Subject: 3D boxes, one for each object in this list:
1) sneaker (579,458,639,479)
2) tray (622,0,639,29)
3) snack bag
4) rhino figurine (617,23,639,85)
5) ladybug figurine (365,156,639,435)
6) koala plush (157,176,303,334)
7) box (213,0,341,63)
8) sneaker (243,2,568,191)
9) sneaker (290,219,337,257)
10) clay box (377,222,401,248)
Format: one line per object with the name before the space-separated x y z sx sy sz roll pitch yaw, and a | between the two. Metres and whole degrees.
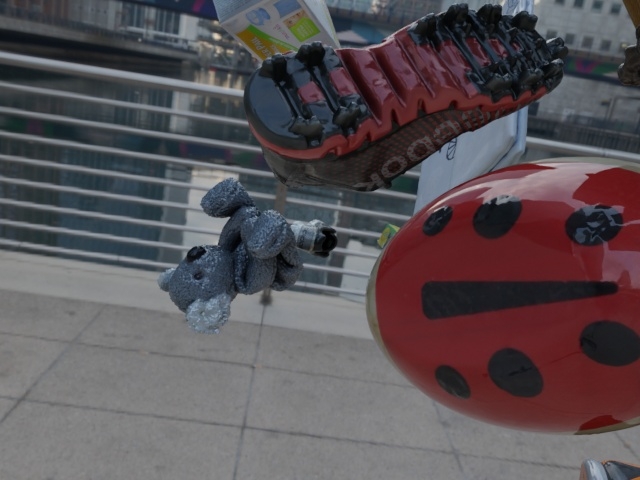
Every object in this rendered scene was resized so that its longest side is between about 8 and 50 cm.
sneaker | 0.463 0.431 0.775 0.180 0.124 0.321 1 38 12
tray | 0.391 -0.416 0.639 0.203 0.410 0.076 -19 27 44
snack bag | 0.223 -0.175 0.925 0.037 0.322 0.342 18 -29 -9
rhino figurine | 0.384 -0.146 0.495 0.243 0.073 0.106 33 -13 28
ladybug figurine | 0.209 0.059 0.642 0.162 0.304 0.450 3 -14 -38
koala plush | -0.161 0.051 1.006 0.221 0.203 0.196 -39 49 -16
box | -0.061 -0.330 0.854 0.114 0.103 0.203 -22 -16 18
sneaker | 0.070 -0.111 0.494 0.276 0.097 0.135 -18 -22 -14
sneaker | 0.000 0.000 1.085 0.075 0.063 0.170 20 5 18
clay box | 0.188 0.023 1.131 0.128 0.053 0.222 23 9 -8
